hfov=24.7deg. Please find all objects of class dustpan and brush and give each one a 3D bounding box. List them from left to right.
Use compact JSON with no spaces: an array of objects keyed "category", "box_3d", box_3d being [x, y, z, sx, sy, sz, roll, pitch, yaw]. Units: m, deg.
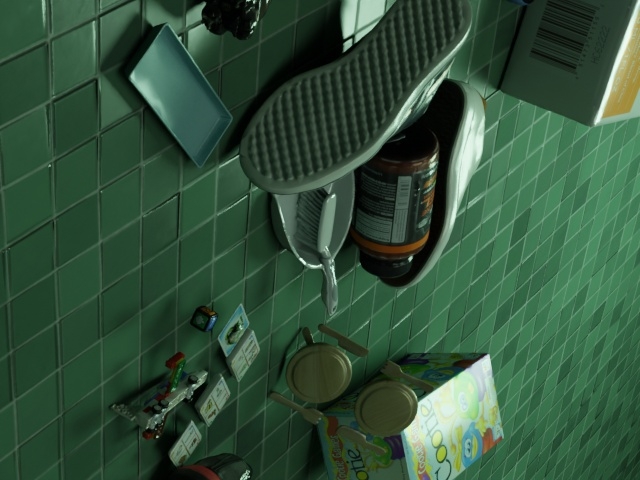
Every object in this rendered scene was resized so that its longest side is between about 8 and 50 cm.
[{"category":"dustpan and brush","box_3d":[0.000,0.000,1.779,0.147,0.060,0.211,-39,144,-42]}]

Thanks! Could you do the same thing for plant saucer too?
[{"category":"plant saucer","box_3d":[-0.140,-0.141,1.441,0.067,0.018,0.192,-58,154,-13]}]

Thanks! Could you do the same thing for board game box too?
[{"category":"board game box","box_3d":[0.136,0.274,2.137,0.275,0.142,0.144,-26,108,-53]}]

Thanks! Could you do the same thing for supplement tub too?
[{"category":"supplement tub","box_3d":[0.091,-0.049,1.856,0.106,0.106,0.198,-39,145,-41]}]

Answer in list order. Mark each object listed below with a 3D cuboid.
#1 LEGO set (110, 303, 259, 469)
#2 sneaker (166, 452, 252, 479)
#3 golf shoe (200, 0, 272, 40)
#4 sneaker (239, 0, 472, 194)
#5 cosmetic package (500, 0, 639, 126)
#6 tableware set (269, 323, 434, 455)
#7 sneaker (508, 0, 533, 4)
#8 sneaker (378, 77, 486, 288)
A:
[{"category":"LEGO set","box_3d":[-0.149,0.153,1.678,0.182,0.060,0.244,-57,165,-16]},{"category":"sneaker","box_3d":[-0.143,0.374,1.806,0.135,0.098,0.276,-33,142,-52]},{"category":"golf shoe","box_3d":[-0.070,-0.292,1.388,0.094,0.077,0.198,-51,160,-49]},{"category":"sneaker","box_3d":[0.041,-0.152,1.641,0.321,0.126,0.127,-40,171,-15]},{"category":"cosmetic package","box_3d":[0.466,-0.320,2.252,0.453,0.161,0.230,-17,128,-57]},{"category":"tableware set","box_3d":[0.040,0.193,1.933,0.128,0.194,0.039,-55,-160,16]},{"category":"sneaker","box_3d":[0.294,-0.402,1.934,0.081,0.090,0.232,-46,149,-33]},{"category":"sneaker","box_3d":[0.163,-0.070,1.969,0.123,0.106,0.290,2,110,-60]}]
